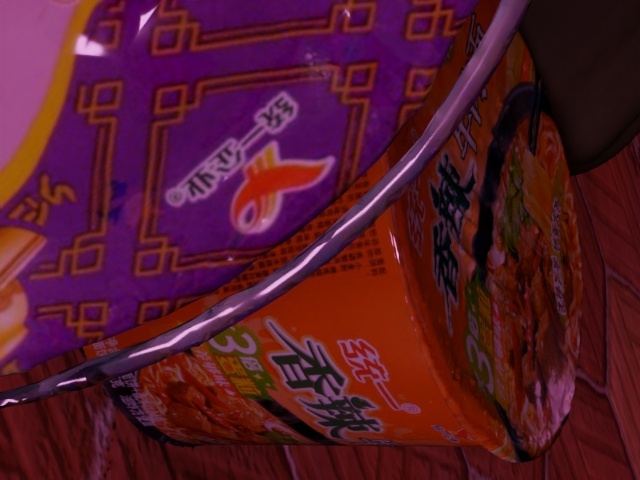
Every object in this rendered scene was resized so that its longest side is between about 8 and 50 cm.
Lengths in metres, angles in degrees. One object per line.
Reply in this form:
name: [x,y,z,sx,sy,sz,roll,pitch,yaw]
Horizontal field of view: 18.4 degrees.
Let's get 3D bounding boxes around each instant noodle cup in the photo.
instant noodle cup: [0.000,0.000,0.919,0.230,0.182,0.230,38,47,-55]
instant noodle cup: [-0.128,-0.159,0.546,0.340,0.340,0.266,58,6,-35]

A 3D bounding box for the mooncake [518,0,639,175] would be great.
mooncake: [0.075,-0.181,1.112,0.351,0.187,0.351,42,2,-2]
